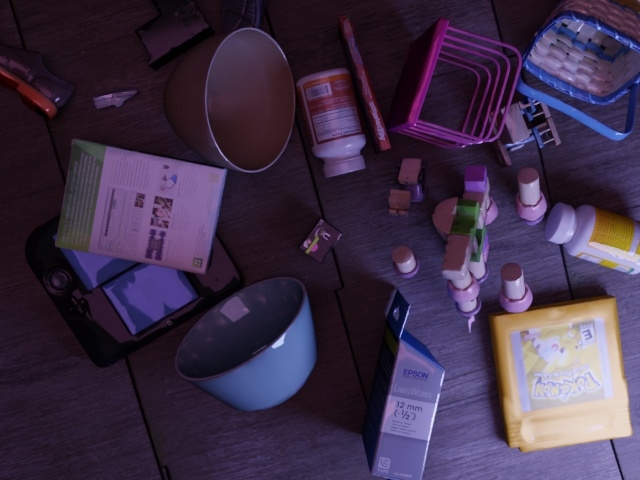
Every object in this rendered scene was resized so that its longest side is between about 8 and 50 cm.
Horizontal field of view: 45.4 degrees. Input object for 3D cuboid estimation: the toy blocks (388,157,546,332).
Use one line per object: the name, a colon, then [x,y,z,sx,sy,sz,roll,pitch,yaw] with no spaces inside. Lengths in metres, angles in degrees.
toy blocks: [0.309,0.012,1.627,0.309,0.260,0.288,6,63,22]

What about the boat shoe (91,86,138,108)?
boat shoe: [-0.444,-0.307,1.662,0.100,0.035,0.035,-15,121,-4]

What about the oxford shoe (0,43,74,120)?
oxford shoe: [-0.653,-0.376,1.633,0.271,0.097,0.098,40,72,-8]

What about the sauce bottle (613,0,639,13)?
sauce bottle: [0.578,-0.565,1.626,0.345,0.111,0.111,19,93,-3]

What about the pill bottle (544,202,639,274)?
pill bottle: [0.602,-0.010,1.660,0.209,0.117,0.117,17,93,-2]

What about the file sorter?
file sorter: [0.262,-0.298,1.550,0.182,0.290,0.202,17,93,-5]

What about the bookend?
bookend: [-0.336,-0.474,1.631,0.157,0.072,0.156,-33,93,2]

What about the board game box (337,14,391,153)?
board game box: [0.090,-0.323,1.614,0.027,0.145,0.281,-18,94,2]

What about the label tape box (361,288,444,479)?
label tape box: [0.180,0.293,1.604,0.115,0.249,0.347,13,93,-2]

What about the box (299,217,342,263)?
box: [0.000,0.000,1.680,0.062,0.052,0.083,36,91,-3]

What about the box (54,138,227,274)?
box: [-0.376,-0.071,1.610,0.322,0.058,0.232,11,95,-4]

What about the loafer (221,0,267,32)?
loafer: [-0.155,-0.564,1.628,0.109,0.095,0.302,6,90,9]

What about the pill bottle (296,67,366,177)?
pill bottle: [0.029,-0.248,1.630,0.121,0.121,0.216,-13,95,0]

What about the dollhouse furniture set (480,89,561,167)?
dollhouse furniture set: [0.436,-0.234,1.606,0.129,0.183,0.128,-24,96,1]

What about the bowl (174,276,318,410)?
bowl: [-0.130,0.235,1.594,0.312,0.311,0.163,-30,113,1]

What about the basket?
basket: [0.548,-0.362,1.573,0.255,0.201,0.288,29,58,-3]

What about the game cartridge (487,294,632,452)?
game cartridge: [0.538,0.300,1.713,0.286,0.052,0.323,-9,93,0]

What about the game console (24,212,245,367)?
game console: [-0.409,0.049,1.671,0.387,0.060,0.341,-30,94,1]

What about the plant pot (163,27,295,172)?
plant pot: [-0.210,-0.285,1.573,0.191,0.284,0.283,6,94,34]
